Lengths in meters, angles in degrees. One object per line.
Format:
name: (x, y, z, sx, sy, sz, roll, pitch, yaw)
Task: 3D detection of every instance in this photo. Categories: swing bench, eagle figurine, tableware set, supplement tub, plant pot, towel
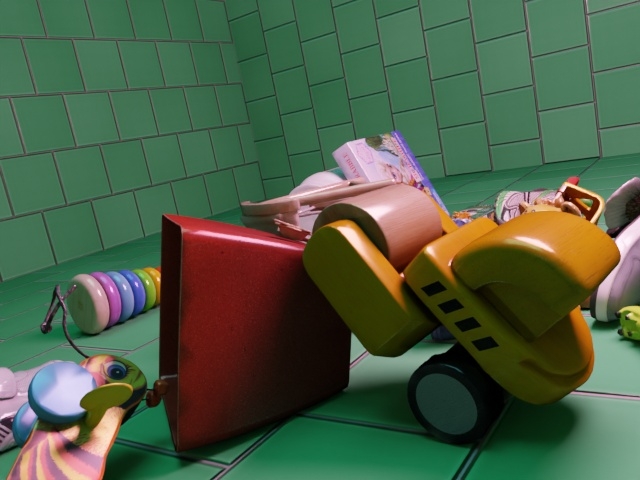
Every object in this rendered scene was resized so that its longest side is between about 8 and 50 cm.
swing bench: (0.009, 0.035, 1.035, 0.255, 0.253, 0.165, -14, 11, -15)
eagle figurine: (0.659, -0.067, 1.118, 0.227, 0.225, 0.298, -22, 16, 21)
tableware set: (0.000, 0.000, 0.860, 0.141, 0.020, 0.169, 17, 0, -1)
supplement tub: (0.068, -0.098, 1.736, 0.241, 0.240, 0.331, -4, 13, 35)
plant pot: (-0.095, 0.104, 0.819, 0.236, 0.266, 0.267, 0, 6, -19)
towel: (0.232, 0.129, 0.912, 0.120, 0.029, 0.067, -9, 11, 12)

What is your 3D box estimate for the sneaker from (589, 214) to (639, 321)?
sneaker: (0.539, 0.039, 0.845, 0.296, 0.123, 0.179, -39, 38, -23)

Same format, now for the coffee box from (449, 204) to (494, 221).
coffee box: (0.453, -0.067, 1.713, 0.113, 0.040, 0.184, -2, 14, 40)

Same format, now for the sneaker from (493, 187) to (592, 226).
sneaker: (0.522, -0.064, 1.366, 0.344, 0.134, 0.146, -19, 14, -40)

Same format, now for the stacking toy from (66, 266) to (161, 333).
stacking toy: (-0.441, 0.117, 1.439, 0.141, 0.141, 0.330, -3, 9, 39)

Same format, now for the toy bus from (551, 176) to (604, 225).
toy bus: (0.483, -0.015, 1.135, 0.104, 0.190, 0.202, 29, 26, 27)

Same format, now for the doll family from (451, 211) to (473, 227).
doll family: (0.299, -0.024, 1.417, 0.263, 0.118, 0.163, -4, 14, 28)

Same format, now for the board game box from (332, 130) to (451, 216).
board game box: (0.215, -0.155, 1.686, 0.066, 0.318, 0.318, -34, -5, 37)

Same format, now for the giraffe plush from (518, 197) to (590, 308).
giraffe plush: (0.370, 0.019, 0.963, 0.182, 0.170, 0.210, -2, 13, 42)

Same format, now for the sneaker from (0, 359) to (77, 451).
sneaker: (-0.505, 0.199, 0.807, 0.138, 0.210, 0.366, -5, 12, 31)

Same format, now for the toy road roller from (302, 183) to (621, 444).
toy road roller: (0.168, 0.033, 0.660, 0.203, 0.329, 0.240, -22, -25, -48)

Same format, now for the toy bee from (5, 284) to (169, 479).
toy bee: (-0.257, 0.190, 0.673, 0.162, 0.298, 0.195, 19, -32, -24)

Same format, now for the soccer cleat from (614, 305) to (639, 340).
soccer cleat: (0.434, 0.111, 0.713, 0.073, 0.060, 0.179, -10, 7, 1)
